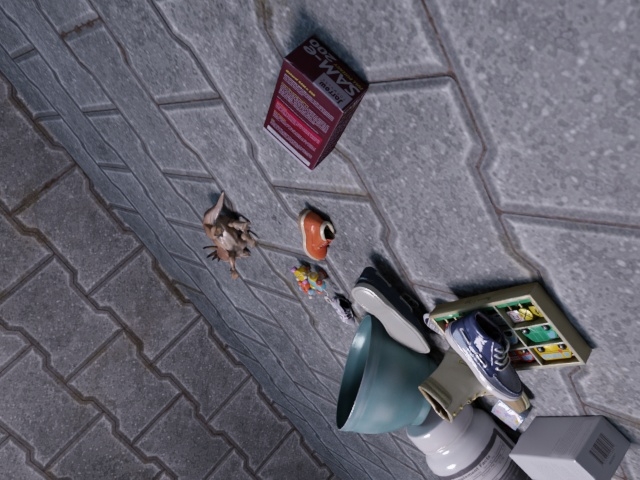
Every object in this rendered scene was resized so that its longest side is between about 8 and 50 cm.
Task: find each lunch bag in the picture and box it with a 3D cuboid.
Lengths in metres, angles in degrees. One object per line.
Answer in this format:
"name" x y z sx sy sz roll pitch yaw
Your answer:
"lunch bag" 0.434 0.388 1.421 0.071 0.053 0.083 36 166 24

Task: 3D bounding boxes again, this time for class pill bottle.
"pill bottle" 0.399 0.558 1.577 0.361 0.204 0.204 47 157 -6

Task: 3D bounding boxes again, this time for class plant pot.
"plant pot" 0.172 0.353 1.559 0.196 0.293 0.293 17 157 -4

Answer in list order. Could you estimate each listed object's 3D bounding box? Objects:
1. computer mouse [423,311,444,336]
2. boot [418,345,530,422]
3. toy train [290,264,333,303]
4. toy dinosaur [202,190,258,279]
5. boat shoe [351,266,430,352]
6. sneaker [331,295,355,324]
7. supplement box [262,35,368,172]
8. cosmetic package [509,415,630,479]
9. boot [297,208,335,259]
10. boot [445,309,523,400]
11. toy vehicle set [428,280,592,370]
"computer mouse" 0.309 0.197 1.319 0.193 0.042 0.106 31 159 16
"boot" 0.332 0.336 1.351 0.213 0.165 0.077 43 158 6
"toy train" -0.017 0.117 1.729 0.166 0.046 0.125 14 144 56
"toy dinosaur" -0.295 -0.017 1.875 0.200 0.127 0.296 29 148 48
"boat shoe" 0.172 0.162 1.431 0.254 0.079 0.095 42 143 -17
"sneaker" 0.073 0.195 1.714 0.098 0.038 0.069 50 158 -14
"supplement box" -0.017 -0.228 1.088 0.130 0.073 0.239 43 158 1
"cosmetic package" 0.508 0.434 1.291 0.085 0.117 0.231 45 159 1
"boot" 0.000 0.000 1.481 0.084 0.059 0.158 23 149 31
"boot" 0.318 0.213 1.139 0.190 0.069 0.086 44 143 -1
"toy vehicle set" 0.343 0.171 1.163 0.166 0.035 0.267 49 148 -9
